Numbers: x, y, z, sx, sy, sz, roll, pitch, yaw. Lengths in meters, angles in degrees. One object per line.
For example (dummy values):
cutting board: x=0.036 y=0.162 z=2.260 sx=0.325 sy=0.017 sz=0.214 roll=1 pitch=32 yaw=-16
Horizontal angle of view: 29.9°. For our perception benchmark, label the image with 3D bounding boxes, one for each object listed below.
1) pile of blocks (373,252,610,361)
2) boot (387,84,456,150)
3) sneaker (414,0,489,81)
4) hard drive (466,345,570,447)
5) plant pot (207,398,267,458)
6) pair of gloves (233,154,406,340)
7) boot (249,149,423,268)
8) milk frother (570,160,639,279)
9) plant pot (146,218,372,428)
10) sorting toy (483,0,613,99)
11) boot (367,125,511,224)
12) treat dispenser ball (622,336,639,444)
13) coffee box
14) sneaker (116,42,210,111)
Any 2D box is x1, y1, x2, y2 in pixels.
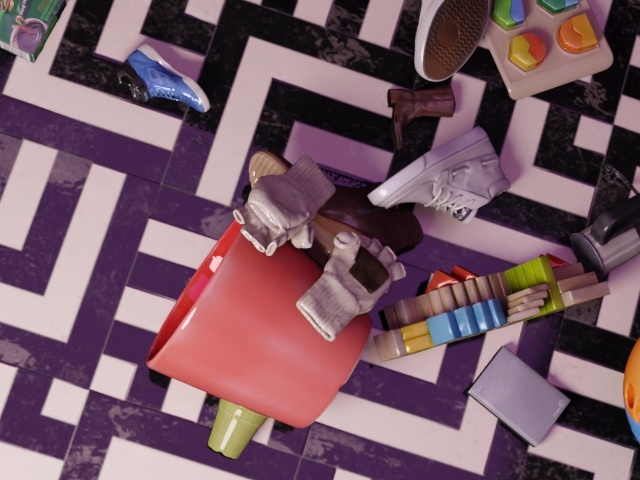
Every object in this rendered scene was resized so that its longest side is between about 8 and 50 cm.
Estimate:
pile of blocks: x=0.250 y=0.080 z=1.817 sx=0.362 sy=0.149 sz=0.113 roll=-16 pitch=81 yaw=-9
boot: x=0.168 y=-0.197 z=1.922 sx=0.114 sy=0.037 sz=0.106 roll=-2 pitch=81 yaw=-12
sneaker: x=0.210 y=-0.401 z=1.947 sx=0.106 sy=0.123 sz=0.290 roll=16 pitch=96 yaw=-29
hard drive: x=0.307 y=0.242 z=1.856 sx=0.135 sy=0.022 sz=0.094 roll=39 pitch=77 yaw=1
plant pot: x=-0.127 y=0.277 z=1.774 sx=0.083 sy=0.083 sz=0.079 roll=25 pitch=89 yaw=-2
pair of gloves: x=0.000 y=0.000 z=1.670 sx=0.240 sy=0.042 sz=0.204 roll=53 pitch=42 yaw=2
boot: x=0.024 y=-0.056 z=1.831 sx=0.248 sy=0.090 sz=0.207 roll=51 pitch=41 yaw=11
milk frother: x=0.455 y=-0.037 z=1.902 sx=0.135 sy=0.129 sz=0.143 roll=-29 pitch=41 yaw=-12
plant pot: x=-0.078 y=0.127 z=1.725 sx=0.243 sy=0.275 sz=0.275 roll=34 pitch=77 yaw=-9
sorting toy: x=0.363 y=-0.355 z=1.973 sx=0.193 sy=0.038 sz=0.208 roll=-20 pitch=82 yaw=-10
boot: x=0.194 y=-0.078 z=1.838 sx=0.258 sy=0.095 sz=0.123 roll=-30 pitch=87 yaw=-35
treat dispenser ball: x=0.591 y=0.222 z=1.758 sx=0.288 sy=0.288 sz=0.288 roll=1 pitch=79 yaw=-7
coffee box: x=-0.504 y=-0.366 z=1.867 sx=0.184 sy=0.040 sz=0.113 roll=26 pitch=77 yaw=-1
sneaker: x=-0.249 y=-0.232 z=1.861 sx=0.152 sy=0.058 sz=0.084 roll=41 pitch=71 yaw=6
